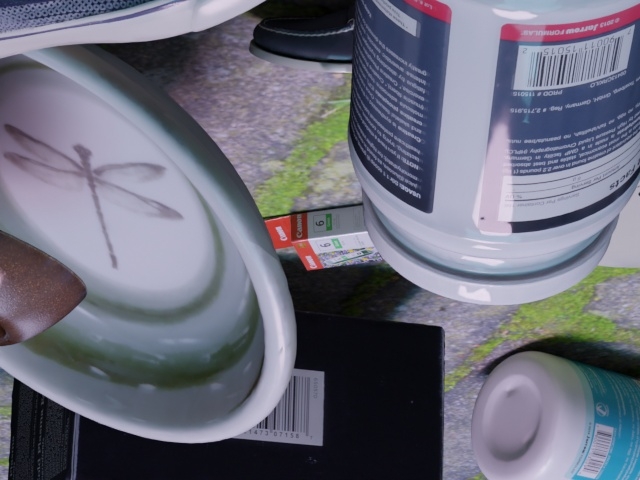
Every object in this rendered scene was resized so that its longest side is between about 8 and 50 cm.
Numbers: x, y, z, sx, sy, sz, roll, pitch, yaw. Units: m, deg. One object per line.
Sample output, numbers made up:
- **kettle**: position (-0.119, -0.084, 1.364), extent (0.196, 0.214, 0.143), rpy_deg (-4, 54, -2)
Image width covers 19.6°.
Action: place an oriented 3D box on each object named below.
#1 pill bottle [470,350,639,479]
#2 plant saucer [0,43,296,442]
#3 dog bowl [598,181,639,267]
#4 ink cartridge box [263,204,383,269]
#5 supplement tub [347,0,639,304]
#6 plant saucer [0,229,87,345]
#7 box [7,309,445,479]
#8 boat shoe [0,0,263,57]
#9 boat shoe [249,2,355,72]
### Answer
- **pill bottle**: position (0.297, 0.209, 1.927), extent (0.264, 0.146, 0.146), rpy_deg (17, 148, -34)
- **plant saucer**: position (-0.172, -0.026, 1.341), extent (0.400, 0.100, 0.400), rpy_deg (23, 141, 20)
- **dog bowl**: position (0.255, -0.080, 1.377), extent (0.265, 0.104, 0.265), rpy_deg (-2, 154, -1)
- **ink cartridge box**: position (0.000, 0.000, 1.604), extent (0.115, 0.029, 0.063), rpy_deg (-8, 154, 11)
- **supplement tub**: position (0.114, -0.112, 1.129), extent (0.191, 0.191, 0.272), rpy_deg (-1, 136, -3)
- **plant saucer**: position (-0.315, 0.014, 1.255), extent (0.311, 0.050, 0.310), rpy_deg (13, 165, 4)
- **box**: position (-0.099, 0.178, 1.741), extent (0.343, 0.179, 0.312), rpy_deg (7, 162, -19)
- **boat shoe**: position (-0.160, -0.197, 1.075), extent (0.340, 0.127, 0.158), rpy_deg (-14, 148, 21)
- **boat shoe**: position (0.052, -0.155, 1.281), extent (0.206, 0.075, 0.065), rpy_deg (0, 111, 6)
